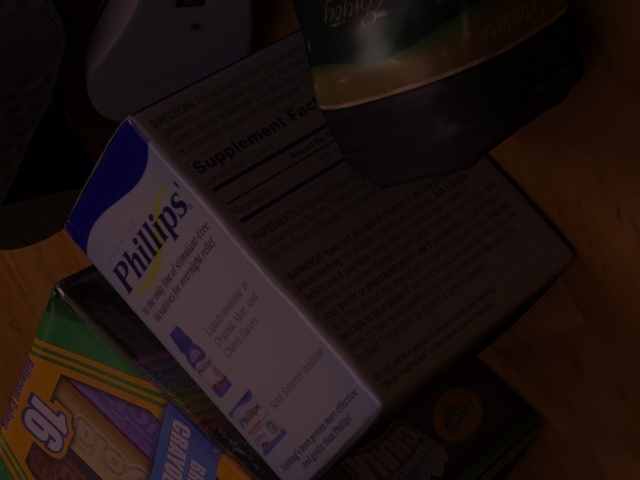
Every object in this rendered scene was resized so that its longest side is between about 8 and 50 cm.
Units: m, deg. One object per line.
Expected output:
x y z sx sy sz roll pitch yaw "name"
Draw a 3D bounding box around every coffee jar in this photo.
0.023 -0.115 0.585 0.079 0.096 0.184 -12 104 38 "coffee jar"

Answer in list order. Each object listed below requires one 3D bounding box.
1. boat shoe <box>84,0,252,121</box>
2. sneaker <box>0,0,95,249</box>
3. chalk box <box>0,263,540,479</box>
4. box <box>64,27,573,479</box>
-0.059 -0.123 0.684 0.183 0.065 0.083 118 144 -58 "boat shoe"
-0.167 -0.106 0.709 0.163 0.086 0.226 58 166 19 "sneaker"
-0.010 0.103 0.709 0.213 0.132 0.132 43 134 16 "chalk box"
0.000 0.000 0.648 0.137 0.126 0.072 49 137 9 "box"
